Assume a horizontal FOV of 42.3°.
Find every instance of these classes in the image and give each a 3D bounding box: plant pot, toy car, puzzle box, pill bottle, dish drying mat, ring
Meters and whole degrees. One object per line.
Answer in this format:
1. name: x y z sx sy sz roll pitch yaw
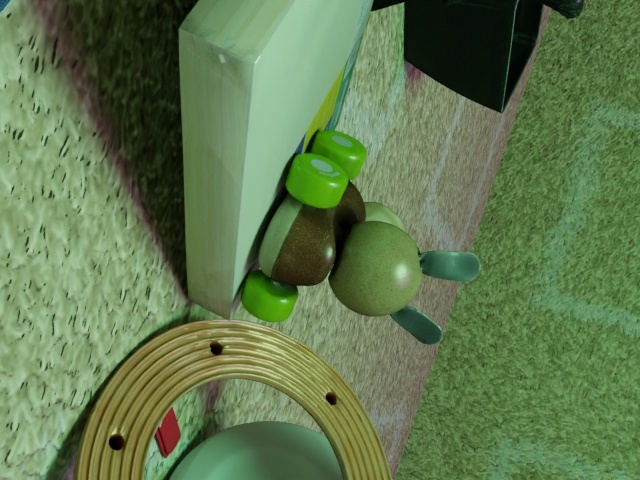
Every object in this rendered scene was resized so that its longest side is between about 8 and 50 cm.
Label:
1. plant pot: 0.221 -0.329 1.200 0.188 0.167 0.187 86 28 -50
2. toy car: 0.046 0.015 0.765 0.155 0.188 0.149 -67 175 28
3. puzzle box: -0.029 -0.122 0.689 0.409 0.052 0.272 107 9 -62
4. pill bottle: -0.060 0.424 0.986 0.229 0.229 0.408 -53 154 -44
5. dish drying mat: -0.157 0.190 0.844 0.083 0.008 0.032 86 27 -47
6. ring: -0.067 0.234 0.757 0.032 0.336 0.336 -35 -168 43

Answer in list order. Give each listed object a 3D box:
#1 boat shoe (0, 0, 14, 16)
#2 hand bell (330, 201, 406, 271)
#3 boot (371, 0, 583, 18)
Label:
1. boat shoe: -0.166 -0.185 0.390 0.183 0.066 0.066 -70 162 1
2. hand bell: 0.000 0.000 1.019 0.242 0.126 0.126 9 98 -58
3. boot: 0.145 -0.297 0.863 0.348 0.260 0.131 -44 147 -54
